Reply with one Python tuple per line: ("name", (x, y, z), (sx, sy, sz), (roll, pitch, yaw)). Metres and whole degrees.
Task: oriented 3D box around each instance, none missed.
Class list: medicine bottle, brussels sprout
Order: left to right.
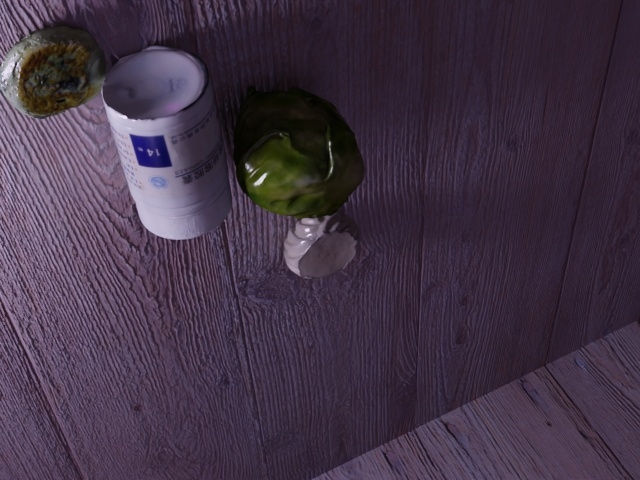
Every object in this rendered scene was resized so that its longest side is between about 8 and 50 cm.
("medicine bottle", (-0.270, -0.167, 1.954), (0.190, 0.190, 0.332), (-24, 143, -14))
("brussels sprout", (-0.046, -0.167, 2.070), (0.294, 0.259, 0.227), (10, 126, -41))

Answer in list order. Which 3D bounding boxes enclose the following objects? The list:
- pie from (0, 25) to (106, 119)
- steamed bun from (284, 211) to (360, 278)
("pie", (-0.446, -0.280, 1.813), (0.187, 0.041, 0.187), (-22, 143, -18))
("steamed bun", (0.000, 0.000, 2.435), (0.183, 0.106, 0.183), (-20, 138, -18))
